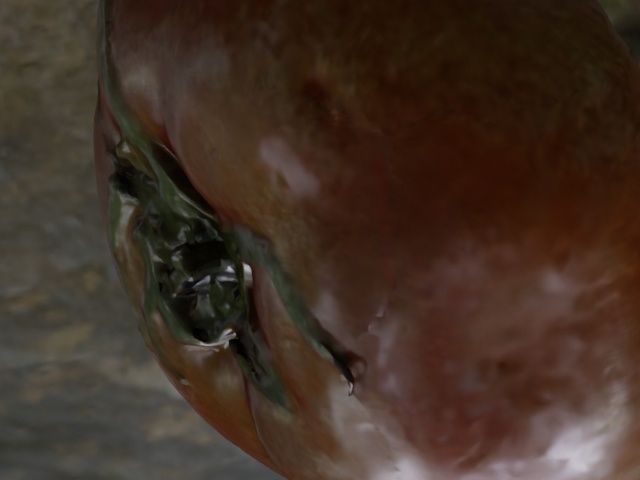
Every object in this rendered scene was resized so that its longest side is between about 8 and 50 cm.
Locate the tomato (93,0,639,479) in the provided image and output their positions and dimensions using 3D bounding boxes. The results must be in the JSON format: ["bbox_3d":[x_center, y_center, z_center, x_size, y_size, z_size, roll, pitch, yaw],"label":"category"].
[{"bbox_3d":[0.000,0.000,0.425,0.095,0.237,0.237,-30,167,-26],"label":"tomato"}]
